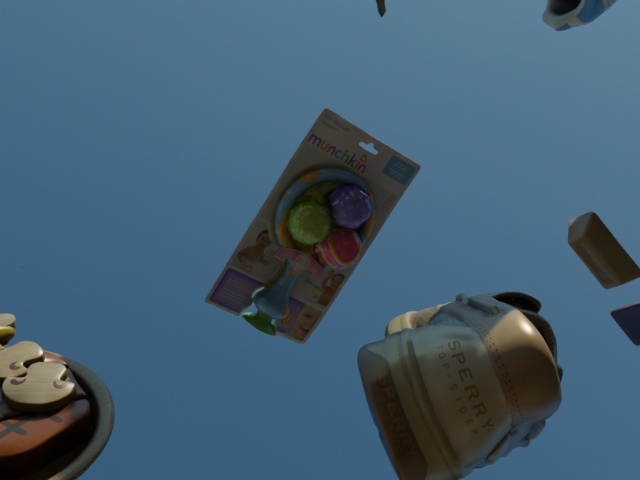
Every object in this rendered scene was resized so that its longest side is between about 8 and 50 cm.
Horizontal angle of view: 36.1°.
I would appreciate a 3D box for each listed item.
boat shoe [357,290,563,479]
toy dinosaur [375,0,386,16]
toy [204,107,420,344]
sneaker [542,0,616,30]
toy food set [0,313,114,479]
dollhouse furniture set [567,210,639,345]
[{"bbox_3d":[0.111,0.094,0.664,0.110,0.341,0.121,-24,-95,9],"label":"boat shoe"},{"bbox_3d":[0.025,-0.456,1.423,0.268,0.118,0.064,43,-139,11],"label":"toy dinosaur"},{"bbox_3d":[0.000,0.000,1.023,0.137,0.056,0.237,28,-77,-31],"label":"toy"},{"bbox_3d":[0.176,-0.267,0.782,0.086,0.085,0.237,-40,-54,-2],"label":"sneaker"},{"bbox_3d":[-0.159,0.078,0.442,0.132,0.192,0.038,-17,-55,-35],"label":"toy food set"},{"bbox_3d":[0.261,0.007,0.762,0.081,0.091,0.114,-41,-86,-28],"label":"dollhouse furniture set"}]
